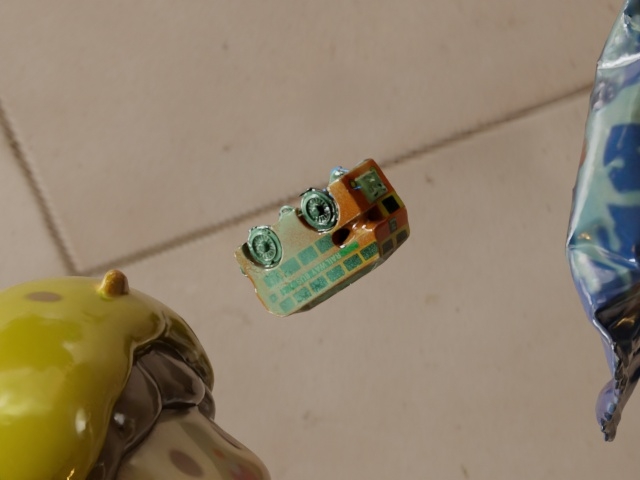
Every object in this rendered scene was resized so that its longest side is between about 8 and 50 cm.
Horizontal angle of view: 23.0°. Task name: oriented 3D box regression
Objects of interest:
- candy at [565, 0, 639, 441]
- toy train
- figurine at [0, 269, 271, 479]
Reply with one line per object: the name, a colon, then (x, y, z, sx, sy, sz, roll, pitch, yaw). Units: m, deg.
candy: (0.208, -0.048, 1.005, 0.077, 0.187, 0.331, 9, 72, 15)
toy train: (0.000, 0.000, 1.518, 0.188, 0.072, 0.099, -35, 93, 38)
figurine: (-0.067, 0.161, 0.750, 0.343, 0.215, 0.187, 42, 98, 14)
